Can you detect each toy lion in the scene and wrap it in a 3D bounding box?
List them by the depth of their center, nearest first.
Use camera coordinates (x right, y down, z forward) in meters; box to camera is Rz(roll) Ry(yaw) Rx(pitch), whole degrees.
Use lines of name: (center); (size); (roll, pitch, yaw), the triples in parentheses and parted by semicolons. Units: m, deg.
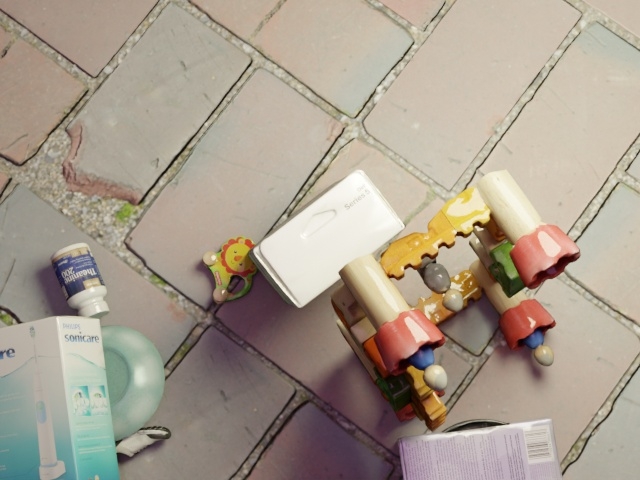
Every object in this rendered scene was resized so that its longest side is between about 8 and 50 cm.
toy lion: (-0.140, 0.045, 1.951); (0.096, 0.034, 0.100); (-15, 79, -8)

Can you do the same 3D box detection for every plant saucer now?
plant saucer: (-0.347, 0.224, 1.901); (0.195, 0.037, 0.195); (-3, 70, 9)

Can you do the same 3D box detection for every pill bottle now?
pill bottle: (-0.387, 0.070, 1.935); (0.067, 0.067, 0.120); (-24, 79, -2)

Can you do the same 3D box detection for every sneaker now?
sneaker: (-0.290, 0.321, 1.901); (0.109, 0.040, 0.043); (-8, 86, 8)

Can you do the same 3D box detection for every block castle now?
block castle: (0.202, 0.115, 1.712); (0.303, 0.453, 0.213); (-32, 72, -5)

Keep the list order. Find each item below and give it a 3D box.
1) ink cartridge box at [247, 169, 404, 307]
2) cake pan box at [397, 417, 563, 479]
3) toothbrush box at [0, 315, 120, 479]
ink cartridge box: (0.000, 0.000, 1.821); (0.198, 0.273, 0.115); (-38, 93, -5)
cake pan box: (0.255, 0.411, 1.847); (0.246, 0.070, 0.267); (-9, 79, -2)
toothbrush box: (-0.443, 0.278, 1.827); (0.216, 0.126, 0.295); (-14, 81, 19)
